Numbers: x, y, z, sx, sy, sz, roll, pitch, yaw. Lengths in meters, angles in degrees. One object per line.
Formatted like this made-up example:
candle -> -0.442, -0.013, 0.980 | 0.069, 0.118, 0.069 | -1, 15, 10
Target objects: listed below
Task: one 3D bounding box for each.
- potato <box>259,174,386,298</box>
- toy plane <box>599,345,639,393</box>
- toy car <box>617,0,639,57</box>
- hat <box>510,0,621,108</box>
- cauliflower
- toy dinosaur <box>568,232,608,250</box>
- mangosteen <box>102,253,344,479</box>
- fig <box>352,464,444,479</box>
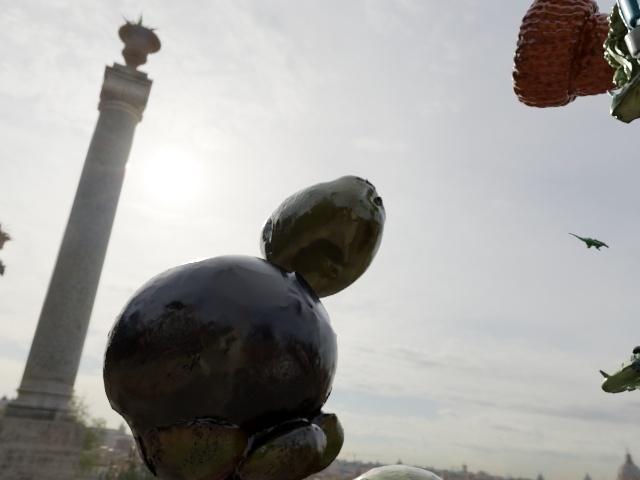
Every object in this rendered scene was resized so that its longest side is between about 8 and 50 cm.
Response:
potato -> 0.000, 0.000, 1.179 | 0.326, 0.243, 0.221 | -22, -44, 40
toy plane -> 0.403, 0.164, 0.680 | 0.102, 0.040, 0.111 | -35, -7, -49
toy car -> 0.268, -0.207, 0.388 | 0.098, 0.126, 0.161 | -18, -7, 25
hat -> 0.708, -0.470, 1.342 | 0.401, 0.285, 0.285 | 13, -17, 25
cauliflower -> 0.663, -0.338, 0.967 | 0.327, 0.281, 0.260 | 39, -49, -8
toy dinosaur -> 0.598, 0.002, 1.187 | 0.083, 0.021, 0.062 | 25, 0, 12
mangosteen -> -0.130, 0.217, 0.872 | 0.421, 0.381, 0.381 | 44, -11, 21
fig -> 0.139, 0.546, 0.899 | 0.344, 0.343, 0.343 | 4, -22, 2
